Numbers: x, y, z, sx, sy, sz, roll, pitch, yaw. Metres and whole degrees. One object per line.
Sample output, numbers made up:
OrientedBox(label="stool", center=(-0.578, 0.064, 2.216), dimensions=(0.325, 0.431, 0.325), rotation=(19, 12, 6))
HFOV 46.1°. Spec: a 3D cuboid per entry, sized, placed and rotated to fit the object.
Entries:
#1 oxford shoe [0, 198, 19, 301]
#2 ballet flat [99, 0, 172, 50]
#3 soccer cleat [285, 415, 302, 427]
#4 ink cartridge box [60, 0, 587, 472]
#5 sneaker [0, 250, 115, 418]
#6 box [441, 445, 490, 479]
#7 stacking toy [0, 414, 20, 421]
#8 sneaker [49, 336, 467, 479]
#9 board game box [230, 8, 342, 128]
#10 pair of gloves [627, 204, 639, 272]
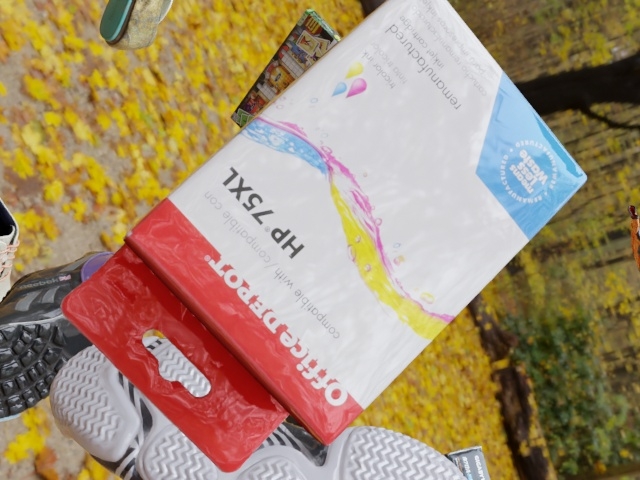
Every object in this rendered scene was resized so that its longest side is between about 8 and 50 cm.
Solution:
OrientedBox(label="oxford shoe", center=(-0.593, 0.034, 1.303), dimensions=(0.140, 0.147, 0.396), rotation=(-65, 149, -58))
OrientedBox(label="ballet flat", center=(-0.308, -0.516, 1.414), dimensions=(0.123, 0.348, 0.123), rotation=(24, 24, -11))
OrientedBox(label="soccer cleat", center=(0.052, 0.179, 1.159), dimensions=(0.093, 0.289, 0.121), rotation=(36, -2, 32))
OrientedBox(label="ink cartridge box", center=(0.000, 0.000, 0.373), dimensions=(0.134, 0.231, 0.078), rotation=(48, -11, -10))
OrientedBox(label="sneaker", center=(-0.321, 0.097, 0.841), dimensions=(0.283, 0.124, 0.107), rotation=(-29, 128, -42))
OrientedBox(label="box", center=(0.178, 0.385, 0.955), dimensions=(0.175, 0.051, 0.220), rotation=(117, -37, -64))
OrientedBox(label="stacking toy", center=(-0.370, 0.214, 1.013), dimensions=(0.309, 0.280, 0.130), rotation=(3, 82, -36))
OrientedBox(label="sneaker", center=(-0.063, 0.226, 0.644), dimensions=(0.137, 0.366, 0.210), rotation=(-57, 161, -48))
OrientedBox(label="board game box", center=(-0.047, -0.266, 1.343), dimensions=(0.136, 0.259, 0.030), rotation=(45, 33, 5))
OrientedBox(label="pair of gloves", center=(0.274, 0.020, 0.638), dimensions=(0.083, 0.010, 0.074), rotation=(-81, 152, -50))
